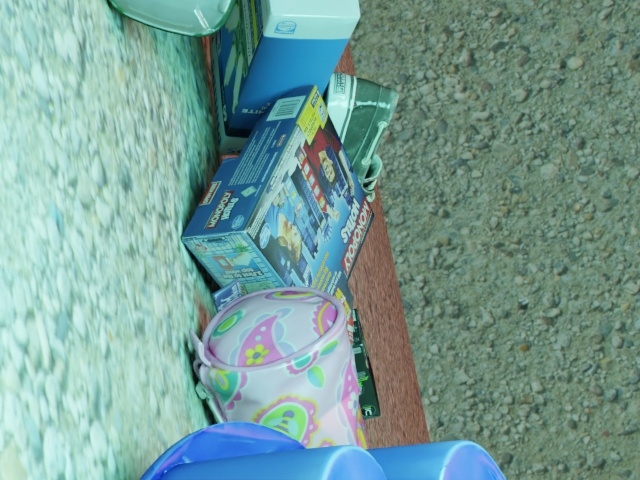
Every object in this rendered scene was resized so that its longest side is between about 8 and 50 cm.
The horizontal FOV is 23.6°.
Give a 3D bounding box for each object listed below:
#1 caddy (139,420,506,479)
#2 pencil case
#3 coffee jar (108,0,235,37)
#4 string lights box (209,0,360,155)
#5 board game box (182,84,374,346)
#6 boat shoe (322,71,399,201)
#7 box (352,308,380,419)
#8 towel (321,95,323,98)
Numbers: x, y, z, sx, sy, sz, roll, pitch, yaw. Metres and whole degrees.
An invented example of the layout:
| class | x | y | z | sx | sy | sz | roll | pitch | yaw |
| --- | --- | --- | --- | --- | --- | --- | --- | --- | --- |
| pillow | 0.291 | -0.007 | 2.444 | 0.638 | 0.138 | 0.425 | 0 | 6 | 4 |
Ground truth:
| class | x | y | z | sx | sy | sz | roll | pitch | yaw |
| --- | --- | --- | --- | --- | --- | --- | --- | --- | --- |
| caddy | 0.003 | 0.259 | 0.823 | 0.241 | 0.179 | 0.341 | 8 | 67 | -51 |
| pencil case | -0.013 | 0.172 | 1.164 | 0.124 | 0.124 | 0.284 | -89 | 166 | -62 |
| coffee jar | -0.101 | -0.211 | 1.151 | 0.184 | 0.096 | 0.079 | -82 | -170 | -70 |
| string lights box | -0.037 | -0.185 | 1.324 | 0.259 | 0.077 | 0.133 | 120 | -33 | -64 |
| board game box | -0.020 | 0.006 | 1.272 | 0.194 | 0.060 | 0.194 | 66 | 32 | -33 |
| boat shoe | 0.019 | -0.058 | 1.386 | 0.219 | 0.070 | 0.077 | 108 | -9 | -50 |
| box | 0.019 | 0.115 | 1.382 | 0.062 | 0.052 | 0.083 | -96 | 174 | -59 |
| towel | -0.021 | -0.153 | 1.924 | 0.243 | 0.040 | 0.336 | -75 | 144 | -73 |
